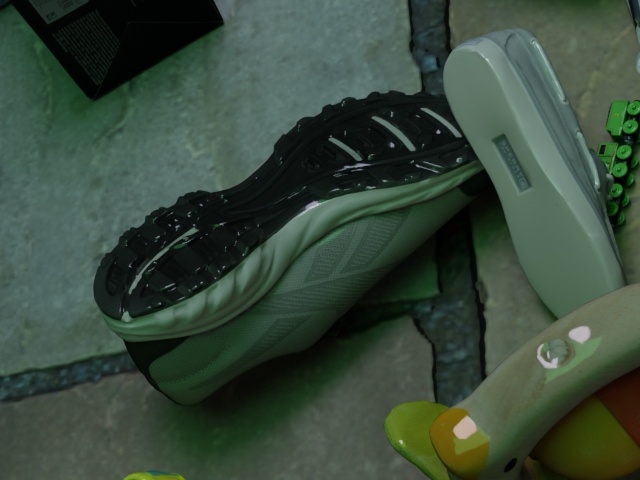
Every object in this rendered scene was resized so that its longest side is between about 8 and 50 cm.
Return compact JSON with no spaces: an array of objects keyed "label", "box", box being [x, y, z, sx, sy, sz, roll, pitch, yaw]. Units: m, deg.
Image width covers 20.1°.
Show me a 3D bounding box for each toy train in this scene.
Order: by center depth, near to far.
[{"label":"toy train","box":[0.172,-0.046,1.055,0.024,0.017,0.083,4,67,32]}]

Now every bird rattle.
[{"label":"bird rattle","box":[0.154,0.089,0.892,0.254,0.207,0.143,-28,63,10]}]

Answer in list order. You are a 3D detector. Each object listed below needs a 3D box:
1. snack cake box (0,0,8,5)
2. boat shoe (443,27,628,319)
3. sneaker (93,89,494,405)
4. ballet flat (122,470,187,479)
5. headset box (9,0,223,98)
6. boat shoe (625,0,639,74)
[{"label":"snack cake box","box":[-0.336,-0.250,1.296,0.152,0.089,0.264,-32,59,5]},{"label":"boat shoe","box":[0.133,-0.034,1.014,0.063,0.066,0.184,-28,86,-34]},{"label":"sneaker","box":[0.000,0.000,1.058,0.272,0.108,0.100,-29,39,-13]},{"label":"ballet flat","box":[-0.122,0.233,0.990,0.077,0.077,0.231,9,69,23]},{"label":"headset box","box":[-0.198,-0.272,1.181,0.110,0.218,0.293,-30,59,3]},{"label":"boat shoe","box":[0.228,-0.109,1.028,0.095,0.079,0.254,-16,61,12]}]
